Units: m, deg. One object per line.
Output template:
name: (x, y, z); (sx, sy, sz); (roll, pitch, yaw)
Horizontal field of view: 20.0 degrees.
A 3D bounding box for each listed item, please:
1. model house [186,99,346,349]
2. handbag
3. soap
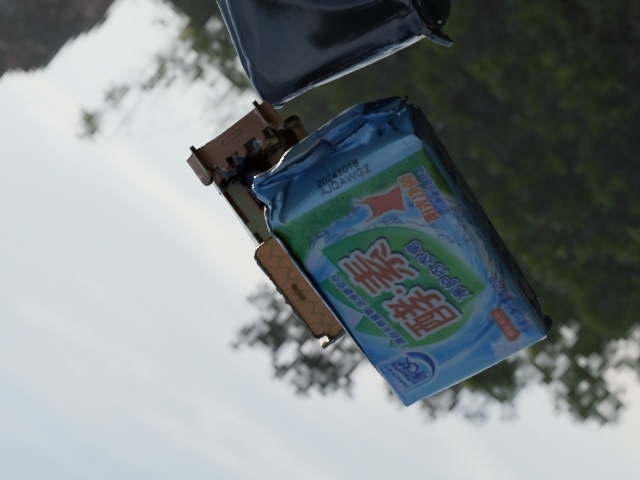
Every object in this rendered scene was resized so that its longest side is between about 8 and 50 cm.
model house: (0.000, 0.000, 2.237); (0.244, 0.169, 0.326); (55, 178, 33)
handbag: (0.031, -0.324, 2.340); (0.178, 0.301, 0.275); (-9, -104, -62)
soap: (0.071, 0.012, 1.521); (0.293, 0.156, 0.077); (53, -164, -28)
